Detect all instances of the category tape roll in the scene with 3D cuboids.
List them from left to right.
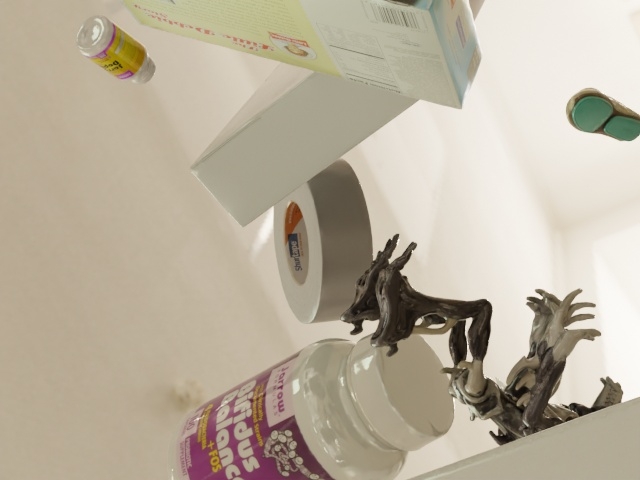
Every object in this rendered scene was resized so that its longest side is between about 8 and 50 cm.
[{"bbox_3d":[0.000,0.000,1.593,0.219,0.072,0.219,173,90,-72],"label":"tape roll"}]

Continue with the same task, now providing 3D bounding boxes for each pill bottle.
[{"bbox_3d":[-0.200,-0.185,1.178,0.083,0.043,0.043,33,-142,-53],"label":"pill bottle"},{"bbox_3d":[-0.011,0.206,1.279,0.169,0.301,0.169,34,-141,-33],"label":"pill bottle"}]

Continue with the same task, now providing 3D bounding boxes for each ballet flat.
[{"bbox_3d":[0.349,-0.163,1.510,0.168,0.057,0.052,17,-149,-48],"label":"ballet flat"}]

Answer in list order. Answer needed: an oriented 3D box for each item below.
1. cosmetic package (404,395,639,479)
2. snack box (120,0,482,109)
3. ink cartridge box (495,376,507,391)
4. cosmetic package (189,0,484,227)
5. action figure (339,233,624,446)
[{"bbox_3d":[0.031,0.210,0.551,0.230,0.453,0.161,14,-125,-57],"label":"cosmetic package"},{"bbox_3d":[-0.038,-0.204,0.967,0.187,0.322,0.060,50,-121,-69],"label":"snack box"},{"bbox_3d":[0.215,0.193,1.310,0.083,0.028,0.048,41,167,33],"label":"ink cartridge box"},{"bbox_3d":[0.039,-0.197,1.348,0.097,0.284,0.377,47,-149,-11],"label":"cosmetic package"},{"bbox_3d":[0.160,0.096,0.938,0.276,0.141,0.164,36,172,-6],"label":"action figure"}]
